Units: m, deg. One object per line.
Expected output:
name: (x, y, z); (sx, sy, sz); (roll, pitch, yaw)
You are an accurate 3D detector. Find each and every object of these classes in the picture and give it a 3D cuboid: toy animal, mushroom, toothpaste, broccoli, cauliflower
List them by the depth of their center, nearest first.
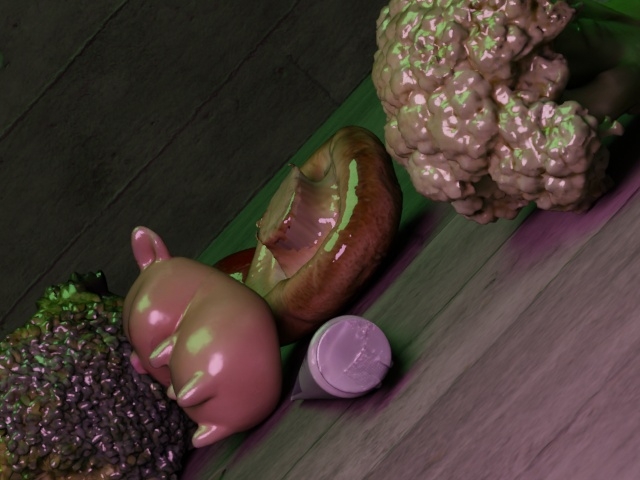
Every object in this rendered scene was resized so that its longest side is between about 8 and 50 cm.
cauliflower: (0.177, -0.124, 1.438); (0.327, 0.281, 0.260); (-116, 43, -56)
toothpaste: (0.019, 0.111, 1.575); (0.114, 0.073, 0.299); (-48, 0, -6)
toy animal: (-0.129, 0.106, 1.831); (0.154, 0.166, 0.250); (-25, 41, -19)
mushroom: (0.000, 0.000, 1.918); (0.278, 0.146, 0.278); (-49, 25, 31)
broccoli: (-0.279, 0.201, 1.975); (0.338, 0.277, 0.317); (-45, 11, -37)

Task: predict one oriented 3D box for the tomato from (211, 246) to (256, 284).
tomato: (-0.106, 0.075, 2.267); (0.199, 0.112, 0.228); (-40, 13, 32)
